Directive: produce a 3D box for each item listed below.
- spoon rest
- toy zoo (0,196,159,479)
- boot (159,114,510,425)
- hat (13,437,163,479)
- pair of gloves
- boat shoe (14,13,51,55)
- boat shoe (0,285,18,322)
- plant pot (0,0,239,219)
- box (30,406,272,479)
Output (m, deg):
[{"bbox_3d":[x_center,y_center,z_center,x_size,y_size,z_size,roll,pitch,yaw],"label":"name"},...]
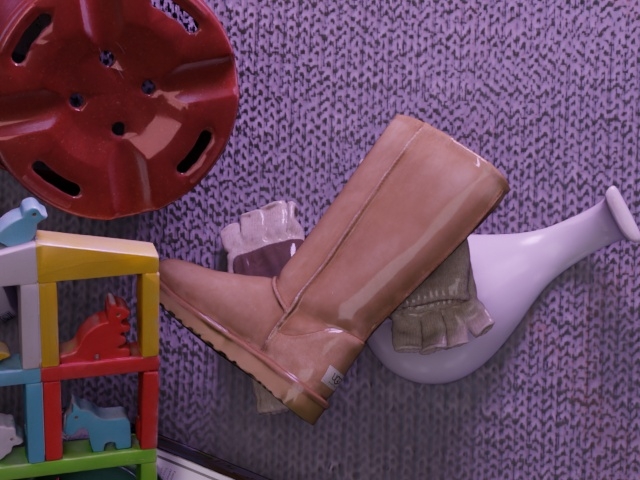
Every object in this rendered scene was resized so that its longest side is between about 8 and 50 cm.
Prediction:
[{"bbox_3d":[0.165,0.036,1.399,0.276,0.084,0.137,-27,85,15],"label":"spoon rest"},{"bbox_3d":[-0.225,0.105,1.205,0.192,0.030,0.293,-4,116,-17],"label":"toy zoo"},{"bbox_3d":[0.000,0.000,1.339,0.236,0.089,0.269,35,84,26],"label":"boot"},{"bbox_3d":[-0.227,0.273,1.258,0.173,0.183,0.208,32,90,5],"label":"hat"},{"bbox_3d":[0.024,0.036,1.381,0.240,0.042,0.204,-24,64,12],"label":"pair of gloves"},{"bbox_3d":[-0.236,-0.304,1.420,0.096,0.098,0.277,15,93,-2],"label":"boat shoe"},{"bbox_3d":[-0.369,-0.038,1.417,0.088,0.096,0.268,-21,95,-3],"label":"boat shoe"},{"bbox_3d":[-0.197,-0.149,1.273,0.272,0.265,0.273,-5,108,-17],"label":"plant pot"},{"bbox_3d":[-0.131,0.281,1.390,0.289,0.087,0.169,21,89,4],"label":"box"}]
